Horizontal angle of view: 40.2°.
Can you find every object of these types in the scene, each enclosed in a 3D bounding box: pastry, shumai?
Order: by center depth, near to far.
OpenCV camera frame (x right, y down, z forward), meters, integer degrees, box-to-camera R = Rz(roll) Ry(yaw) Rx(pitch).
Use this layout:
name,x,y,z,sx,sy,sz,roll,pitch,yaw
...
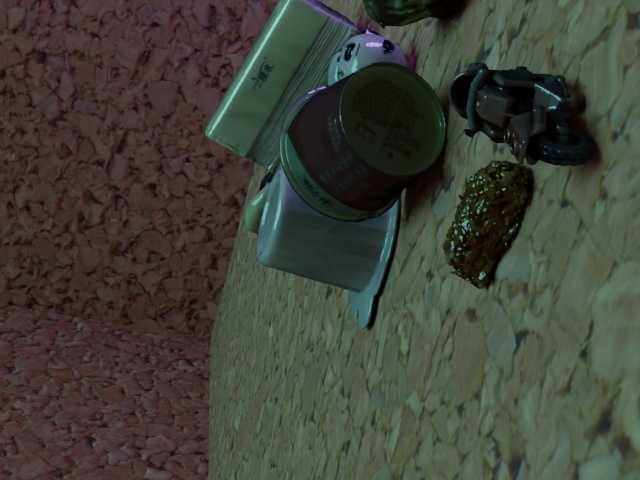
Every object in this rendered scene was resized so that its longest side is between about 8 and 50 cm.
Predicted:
name,x,y,z,sx,sy,sz,roll,pitch,yaw
pastry,0.188,-0.022,1.037,0.087,0.063,0.169,-101,26,-55
shumai,0.171,-0.401,1.368,0.120,0.201,0.201,48,141,21

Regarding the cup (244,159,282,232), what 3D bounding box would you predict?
name,x,y,z,sx,sy,sz,roll,pitch,yaw
cup,-0.042,-0.123,1.745,0.202,0.255,0.173,120,138,-60

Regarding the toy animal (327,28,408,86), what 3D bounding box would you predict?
name,x,y,z,sx,sy,sz,roll,pitch,yaw
toy animal,0.086,-0.314,1.603,0.179,0.138,0.166,-131,37,-81

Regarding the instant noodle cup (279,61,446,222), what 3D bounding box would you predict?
name,x,y,z,sx,sy,sz,roll,pitch,yaw
instant noodle cup,0.075,-0.161,1.357,0.178,0.235,0.234,152,129,-62

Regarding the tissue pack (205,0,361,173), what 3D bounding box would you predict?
name,x,y,z,sx,sy,sz,roll,pitch,yaw
tissue pack,-0.080,-0.373,2.011,0.380,0.207,0.297,-58,7,13

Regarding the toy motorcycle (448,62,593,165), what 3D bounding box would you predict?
name,x,y,z,sx,sy,sz,roll,pitch,yaw
toy motorcycle,0.205,-0.134,0.928,0.212,0.118,0.084,-99,14,-57

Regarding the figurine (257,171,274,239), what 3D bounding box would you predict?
name,x,y,z,sx,sy,sz,roll,pitch,yaw
figurine,-0.059,-0.088,2.011,0.265,0.175,0.197,-84,6,-61

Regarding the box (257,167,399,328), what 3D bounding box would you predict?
name,x,y,z,sx,sy,sz,roll,pitch,yaw
box,0.000,0.000,1.550,0.262,0.206,0.291,129,153,-66
